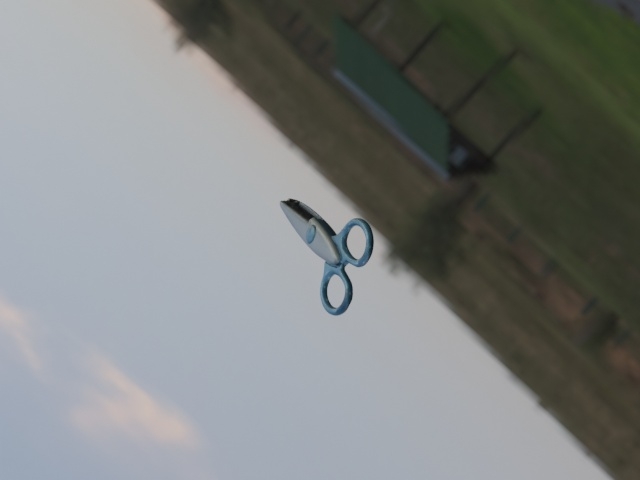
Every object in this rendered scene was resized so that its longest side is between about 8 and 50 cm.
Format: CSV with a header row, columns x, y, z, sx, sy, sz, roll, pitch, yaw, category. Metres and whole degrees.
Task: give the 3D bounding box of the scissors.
x,y,z,sx,sy,sz,roll,pitch,yaw,category
0.000,0.000,1.090,0.014,0.058,0.119,15,-165,-27,scissors
